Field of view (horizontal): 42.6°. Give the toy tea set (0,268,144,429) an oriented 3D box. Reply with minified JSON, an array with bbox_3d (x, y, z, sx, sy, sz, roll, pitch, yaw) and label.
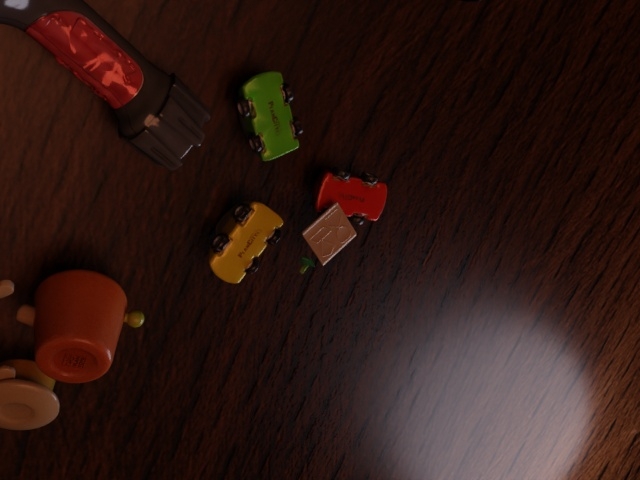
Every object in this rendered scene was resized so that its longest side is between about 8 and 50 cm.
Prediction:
[{"bbox_3d":[-0.346,0.052,0.815,0.200,0.124,0.336,-29,131,19],"label":"toy tea set"}]

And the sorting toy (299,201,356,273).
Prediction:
[{"bbox_3d":[0.000,0.000,0.962,0.083,0.012,0.062,-42,129,-13],"label":"sorting toy"}]

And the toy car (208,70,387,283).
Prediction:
[{"bbox_3d":[-0.047,-0.089,0.940,0.239,0.053,0.225,-25,120,-20],"label":"toy car"}]

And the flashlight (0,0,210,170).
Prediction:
[{"bbox_3d":[-0.234,-0.180,0.764,0.103,0.103,0.304,-50,125,-4],"label":"flashlight"}]
